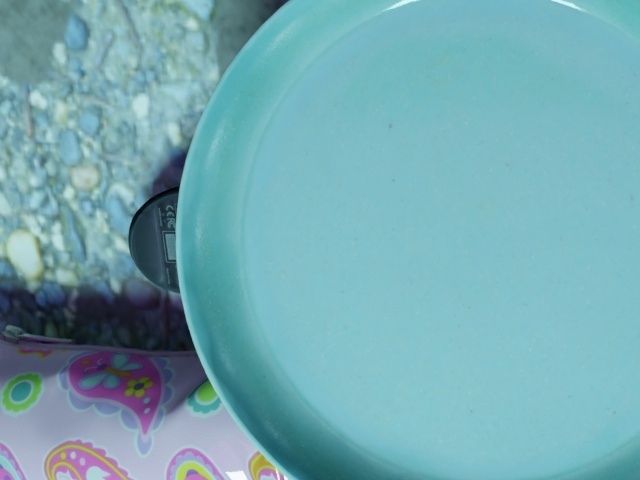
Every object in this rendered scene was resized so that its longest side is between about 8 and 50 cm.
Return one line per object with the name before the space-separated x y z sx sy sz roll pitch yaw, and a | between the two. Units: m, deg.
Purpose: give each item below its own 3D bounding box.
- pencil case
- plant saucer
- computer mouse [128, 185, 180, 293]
pencil case | -0.109 0.112 1.177 0.284 0.124 0.124 0 107 31
plant saucer | 0.082 0.002 1.024 0.317 0.043 0.318 1 94 13
computer mouse | 0.000 0.000 1.129 0.242 0.041 0.071 3 107 22
